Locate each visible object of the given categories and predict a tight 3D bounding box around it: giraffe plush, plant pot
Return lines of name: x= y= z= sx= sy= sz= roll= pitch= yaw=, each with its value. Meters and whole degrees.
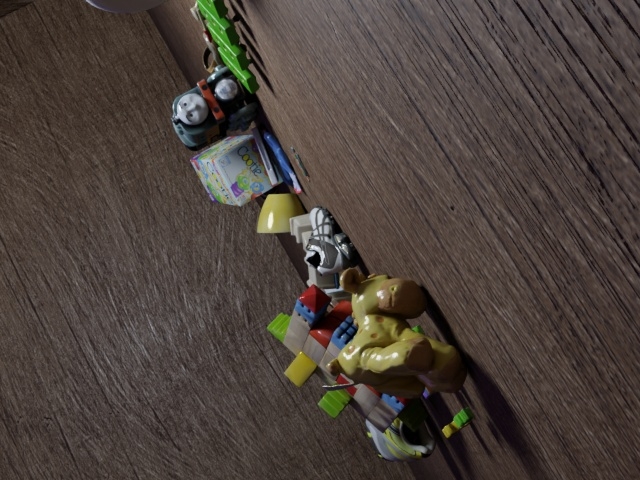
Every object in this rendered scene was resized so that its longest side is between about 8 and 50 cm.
giraffe plush: x=0.103 y=0.127 z=1.261 sx=0.181 sy=0.210 sz=0.171 roll=48 pitch=-139 yaw=-57
plant pot: x=-0.094 y=-0.070 z=2.172 sx=0.134 sy=0.134 sz=0.095 roll=-162 pitch=70 yaw=-82

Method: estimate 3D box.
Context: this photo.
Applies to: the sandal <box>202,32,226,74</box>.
sandal: x=-0.267 y=-0.445 z=2.129 sx=0.072 sy=0.049 sz=0.180 roll=58 pitch=174 yaw=26

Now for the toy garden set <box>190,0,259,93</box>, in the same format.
toy garden set: x=-0.190 y=-0.415 z=1.578 sx=0.204 sy=0.049 sz=0.244 roll=50 pitch=171 yaw=30

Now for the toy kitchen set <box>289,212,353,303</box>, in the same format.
toy kitchen set: x=0.015 y=0.055 z=1.966 sx=0.166 sy=0.122 sz=0.207 roll=-131 pitch=33 yaw=-66

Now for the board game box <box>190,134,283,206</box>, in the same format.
board game box: x=-0.232 y=-0.192 z=2.350 sx=0.144 sy=0.142 sz=0.275 roll=62 pitch=163 yaw=-15

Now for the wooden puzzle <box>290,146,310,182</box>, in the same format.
wooden puzzle: x=-0.042 y=-0.156 z=1.786 sx=0.083 sy=0.006 sz=0.049 roll=62 pitch=174 yaw=-12

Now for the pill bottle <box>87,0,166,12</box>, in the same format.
pill bottle: x=-0.356 y=-0.577 z=1.351 sx=0.408 sy=0.229 sz=0.229 roll=58 pitch=174 yaw=20

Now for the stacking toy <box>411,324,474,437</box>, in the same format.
stacking toy: x=0.195 y=0.232 z=1.424 sx=0.167 sy=0.052 sz=0.221 roll=57 pitch=172 yaw=17

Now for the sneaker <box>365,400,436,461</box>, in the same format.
sneaker: x=0.156 y=0.347 z=2.018 sx=0.147 sy=0.145 sz=0.385 roll=-10 pitch=114 yaw=48

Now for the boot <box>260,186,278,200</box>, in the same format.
boot: x=-0.196 y=-0.224 z=2.545 sx=0.198 sy=0.077 sz=0.137 roll=43 pitch=162 yaw=28

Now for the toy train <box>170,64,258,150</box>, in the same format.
toy train: x=-0.254 y=-0.300 z=2.017 sx=0.142 sy=0.190 sz=0.334 roll=61 pitch=175 yaw=-3

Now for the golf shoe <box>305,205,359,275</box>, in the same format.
golf shoe: x=0.000 y=0.000 z=1.755 sx=0.077 sy=0.093 sz=0.198 roll=63 pitch=175 yaw=-36

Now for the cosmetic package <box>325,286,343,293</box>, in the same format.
cosmetic package: x=0.067 y=0.234 z=2.369 sx=0.231 sy=0.085 sz=0.117 roll=65 pitch=173 yaw=-18

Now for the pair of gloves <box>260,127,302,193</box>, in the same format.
pair of gloves: x=-0.097 y=-0.190 z=2.031 sx=0.159 sy=0.023 sz=0.198 roll=63 pitch=173 yaw=-18

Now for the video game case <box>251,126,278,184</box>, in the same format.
video game case: x=-0.135 y=-0.209 z=2.113 sx=0.157 sy=0.019 sz=0.143 roll=-107 pitch=-4 yaw=-82

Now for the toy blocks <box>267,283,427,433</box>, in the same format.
toy blocks: x=0.075 y=0.225 z=1.742 sx=0.381 sy=0.191 sz=0.261 roll=41 pitch=153 yaw=11
